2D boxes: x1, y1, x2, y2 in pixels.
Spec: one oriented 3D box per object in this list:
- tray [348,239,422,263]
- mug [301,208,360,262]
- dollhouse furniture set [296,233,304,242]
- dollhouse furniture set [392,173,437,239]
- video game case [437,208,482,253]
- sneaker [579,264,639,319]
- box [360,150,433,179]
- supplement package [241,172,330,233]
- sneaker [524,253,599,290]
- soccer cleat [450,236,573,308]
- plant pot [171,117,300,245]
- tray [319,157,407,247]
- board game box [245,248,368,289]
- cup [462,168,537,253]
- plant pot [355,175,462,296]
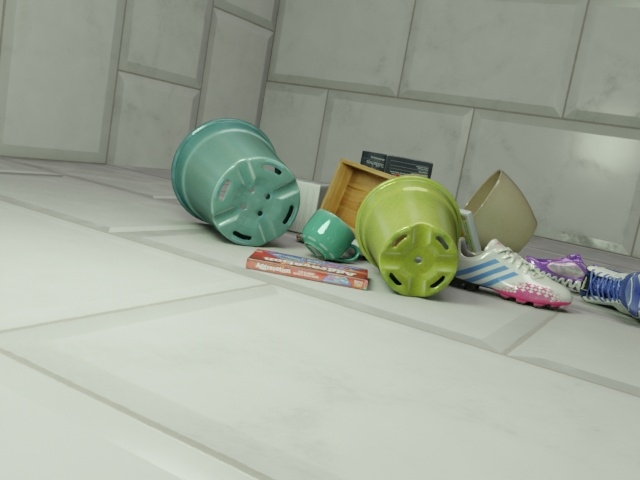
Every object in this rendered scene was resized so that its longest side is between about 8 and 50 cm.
[{"bbox_3d":[0.182,0.036,1.937,0.270,0.030,0.145,12,7,-18],"label":"tray"},{"bbox_3d":[0.024,0.000,1.771,0.158,0.097,0.129,33,-16,19],"label":"mug"},{"bbox_3d":[0.000,0.000,2.051,0.152,0.058,0.076,-19,31,-32],"label":"dollhouse furniture set"},{"bbox_3d":[0.266,-0.080,2.095,0.262,0.259,0.135,1,2,-33],"label":"dollhouse furniture set"},{"bbox_3d":[0.442,-0.020,2.151,0.023,0.212,0.193,-34,29,-23],"label":"video game case"},{"bbox_3d":[0.795,0.140,1.767,0.182,0.127,0.315,10,1,24],"label":"sneaker"},{"bbox_3d":[0.249,-0.159,2.420,0.179,0.312,0.343,8,8,-12],"label":"box"},{"bbox_3d":[-0.118,-0.136,2.292,0.293,0.177,0.175,14,9,19],"label":"supplement package"},{"bbox_3d":[0.730,0.082,1.966,0.236,0.104,0.095,20,2,6],"label":"sneaker"},{"bbox_3d":[0.486,0.077,1.690,0.331,0.143,0.116,14,9,21],"label":"soccer cleat"},{"bbox_3d":[-0.232,-0.155,1.891,0.341,0.341,0.334,6,17,-25],"label":"plant pot"},{"bbox_3d":[0.157,-0.107,1.974,0.076,0.202,0.411,19,6,-34],"label":"tray"},{"bbox_3d":[-0.027,0.067,1.560,0.281,0.027,0.145,10,10,2],"label":"board game box"},{"bbox_3d":[0.679,-0.070,2.503,0.237,0.331,0.331,36,10,1],"label":"cup"},{"bbox_3d":[0.225,0.007,1.584,0.276,0.276,0.254,10,20,-2],"label":"plant pot"}]
